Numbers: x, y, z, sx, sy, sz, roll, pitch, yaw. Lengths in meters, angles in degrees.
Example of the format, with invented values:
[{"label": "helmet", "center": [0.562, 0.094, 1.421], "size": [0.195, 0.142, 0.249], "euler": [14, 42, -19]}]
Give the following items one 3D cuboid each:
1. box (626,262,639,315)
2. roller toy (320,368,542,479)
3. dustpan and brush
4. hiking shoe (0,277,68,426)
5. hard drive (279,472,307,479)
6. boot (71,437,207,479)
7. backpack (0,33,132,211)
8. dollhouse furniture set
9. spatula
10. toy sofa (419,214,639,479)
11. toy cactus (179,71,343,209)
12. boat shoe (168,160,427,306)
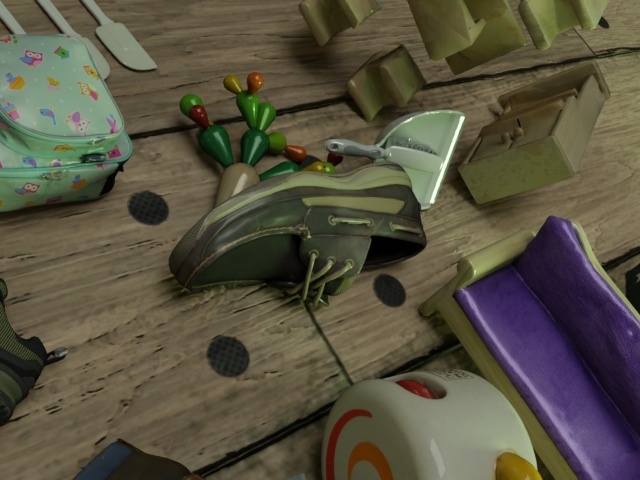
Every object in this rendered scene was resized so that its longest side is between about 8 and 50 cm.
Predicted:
[{"label": "box", "center": [0.697, 0.135, 1.043], "size": [0.395, 0.293, 0.212], "euler": [29, 47, -8]}, {"label": "roller toy", "center": [0.105, 0.221, 0.702], "size": [0.146, 0.209, 0.191], "euler": [-1, 50, -31]}, {"label": "dustpan and brush", "center": [0.096, -0.116, 0.981], "size": [0.211, 0.147, 0.060], "euler": [9, 23, -21]}, {"label": "hiking shoe", "center": [-0.342, 0.065, 0.649], "size": [0.227, 0.086, 0.114], "euler": [42, 33, -5]}, {"label": "hard drive", "center": [-0.035, 0.297, 0.685], "size": [0.094, 0.022, 0.135], "euler": [-6, 61, -33]}, {"label": "boot", "center": [-0.191, 0.267, 0.601], "size": [0.106, 0.082, 0.219], "euler": [26, 54, 25]}, {"label": "backpack", "center": [-0.306, -0.120, 0.752], "size": [0.188, 0.144, 0.166], "euler": [-19, 74, -35]}, {"label": "dollhouse furniture set", "center": [0.248, -0.298, 1.072], "size": [0.394, 0.362, 0.256], "euler": [57, 43, -19]}, {"label": "spatula", "center": [-0.343, -0.291, 0.935], "size": [0.168, 0.019, 0.242], "euler": [-31, 77, -40]}, {"label": "toy sofa", "center": [0.303, 0.159, 0.878], "size": [0.150, 0.177, 0.363], "euler": [-20, 70, -39]}, {"label": "toy cactus", "center": [-0.080, -0.104, 0.909], "size": [0.219, 0.112, 0.181], "euler": [31, 57, -21]}, {"label": "boat shoe", "center": [0.000, 0.000, 0.848], "size": [0.355, 0.132, 0.130], "euler": [-18, 68, -36]}]
